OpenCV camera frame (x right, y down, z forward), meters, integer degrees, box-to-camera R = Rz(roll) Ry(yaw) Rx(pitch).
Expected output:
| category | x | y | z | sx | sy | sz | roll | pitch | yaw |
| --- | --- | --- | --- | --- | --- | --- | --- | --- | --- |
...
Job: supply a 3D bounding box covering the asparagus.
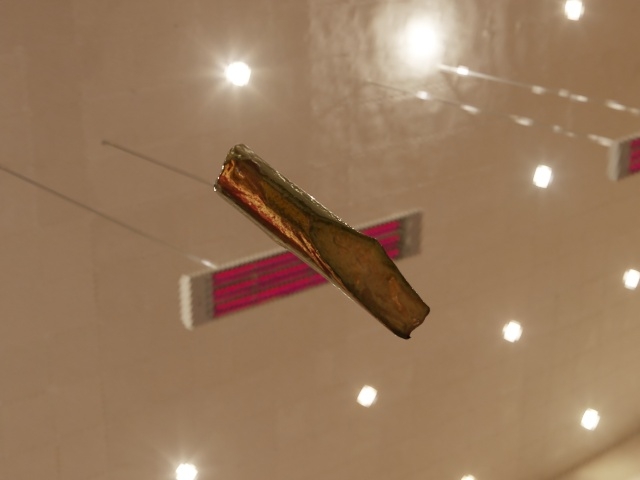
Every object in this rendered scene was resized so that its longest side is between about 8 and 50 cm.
| category | x | y | z | sx | sy | sz | roll | pitch | yaw |
| --- | --- | --- | --- | --- | --- | --- | --- | --- | --- |
| asparagus | 0.000 | 0.000 | 0.825 | 0.045 | 0.178 | 0.041 | -58 | -19 | 18 |
